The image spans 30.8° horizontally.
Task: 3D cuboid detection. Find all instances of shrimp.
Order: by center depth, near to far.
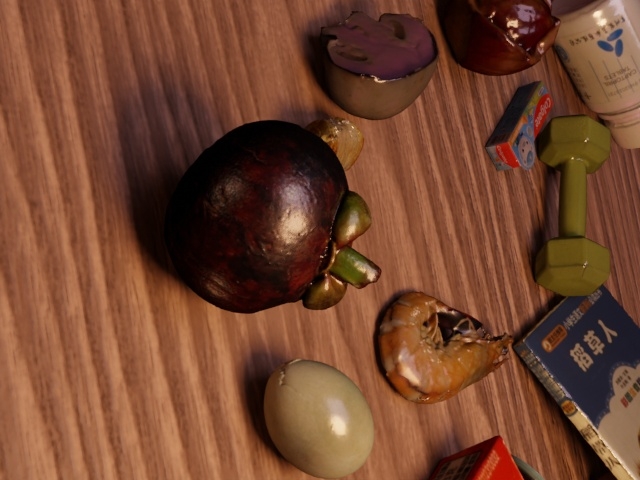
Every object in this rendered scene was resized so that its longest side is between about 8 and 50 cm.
[{"bbox_3d":[0.173,0.135,1.593,0.287,0.063,0.152,-12,76,-50],"label":"shrimp"}]

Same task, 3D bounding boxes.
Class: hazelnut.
[{"bbox_3d":[0.276,-0.347,1.786,0.170,0.161,0.201,30,68,-41],"label":"hazelnut"}]

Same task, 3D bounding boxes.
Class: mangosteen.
[{"bbox_3d":[-0.055,-0.012,1.230,0.216,0.216,0.216,20,64,-46],"label":"mangosteen"}]

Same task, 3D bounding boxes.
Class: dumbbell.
[{"bbox_3d":[0.412,-0.060,1.896,0.108,0.121,0.301,10,66,-6],"label":"dumbbell"}]

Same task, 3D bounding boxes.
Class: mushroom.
[{"bbox_3d":[0.074,-0.222,1.540,0.188,0.141,0.117,-32,138,-46],"label":"mushroom"}]

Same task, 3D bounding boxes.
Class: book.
[{"bbox_3d":[0.505,0.273,1.849,0.428,0.039,0.300,52,39,5],"label":"book"}]

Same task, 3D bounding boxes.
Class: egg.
[{"bbox_3d":[-0.003,0.199,1.306,0.152,0.114,0.114,59,41,-18],"label":"egg"}]

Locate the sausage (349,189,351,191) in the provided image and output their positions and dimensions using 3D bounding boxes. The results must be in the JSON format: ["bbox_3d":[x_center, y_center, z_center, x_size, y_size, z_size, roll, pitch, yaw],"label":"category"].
[{"bbox_3d":[0.000,0.000,1.415,0.062,0.062,0.154,46,47,-32],"label":"sausage"}]

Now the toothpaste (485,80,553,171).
[{"bbox_3d":[0.330,-0.180,1.891,0.070,0.044,0.193,58,42,-23],"label":"toothpaste"}]

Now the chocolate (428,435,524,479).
[{"bbox_3d":[0.200,0.414,1.494,0.237,0.108,0.234,-48,116,-45],"label":"chocolate"}]

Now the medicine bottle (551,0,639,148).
[{"bbox_3d":[0.530,-0.320,2.080,0.293,0.170,0.170,55,43,-23],"label":"medicine bottle"}]

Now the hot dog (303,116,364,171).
[{"bbox_3d":[0.003,-0.117,1.456,0.169,0.061,0.078,-17,125,-71],"label":"hot dog"}]

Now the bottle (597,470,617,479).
[{"bbox_3d":[0.509,0.481,1.840,0.120,0.120,0.253,-33,104,-50],"label":"bottle"}]

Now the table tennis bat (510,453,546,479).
[{"bbox_3d":[0.319,0.371,1.566,0.040,0.244,0.152,-35,125,-18],"label":"table tennis bat"}]
